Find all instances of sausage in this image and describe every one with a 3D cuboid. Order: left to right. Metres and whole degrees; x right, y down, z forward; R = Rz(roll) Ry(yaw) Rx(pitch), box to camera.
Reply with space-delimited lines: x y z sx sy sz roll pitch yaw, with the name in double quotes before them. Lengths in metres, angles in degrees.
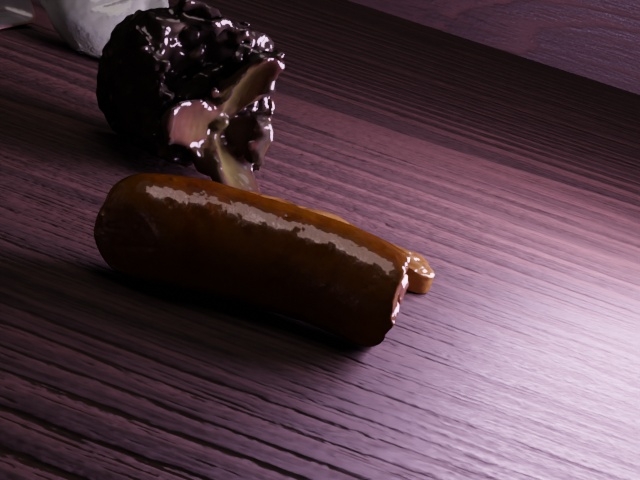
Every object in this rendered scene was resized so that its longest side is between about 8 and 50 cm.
"sausage" -0.058 0.010 1.116 0.271 0.108 0.109 16 17 -5

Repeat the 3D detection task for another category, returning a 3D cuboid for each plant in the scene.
"plant" -0.145 -0.170 1.462 0.178 0.204 0.234 3 15 -29

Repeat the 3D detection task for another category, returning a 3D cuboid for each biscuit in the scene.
"biscuit" 0.001 0.000 1.328 0.236 0.040 0.144 28 15 26

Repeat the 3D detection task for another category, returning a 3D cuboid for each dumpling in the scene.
"dumpling" -0.318 -0.331 1.894 0.219 0.108 0.152 43 56 3

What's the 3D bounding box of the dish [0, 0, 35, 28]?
"dish" -0.485 -0.376 1.861 0.077 0.151 0.212 0 14 10
